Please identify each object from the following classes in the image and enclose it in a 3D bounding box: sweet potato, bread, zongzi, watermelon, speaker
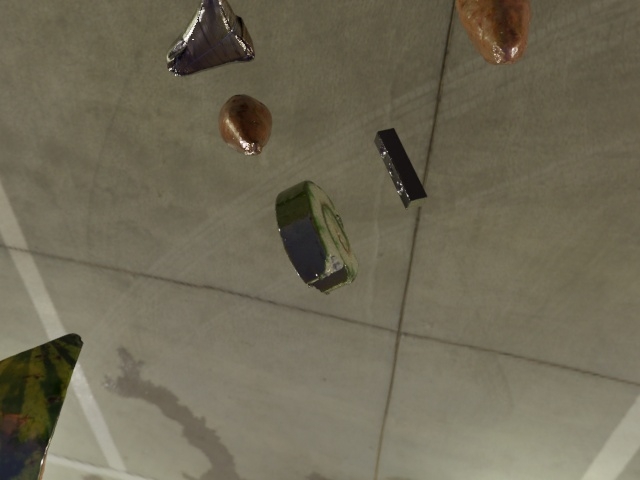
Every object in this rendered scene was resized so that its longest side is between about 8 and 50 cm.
[{"bbox_3d":[0.239,-0.300,0.812,0.097,0.252,0.097,3,133,3],"label":"sweet potato"},{"bbox_3d":[0.000,0.000,1.818,0.129,0.382,0.366,-23,118,14],"label":"bread"},{"bbox_3d":[-0.371,-0.638,1.791,0.286,0.138,0.300,-10,149,12],"label":"zongzi"},{"bbox_3d":[-0.307,0.252,0.568,0.128,0.159,0.303,31,109,34],"label":"watermelon"},{"bbox_3d":[-0.150,-0.233,1.192,0.112,0.359,0.112,-5,114,-11],"label":"sweet potato"},{"bbox_3d":[0.177,-0.161,1.333,0.046,0.191,0.040,-14,155,-15],"label":"speaker"}]
